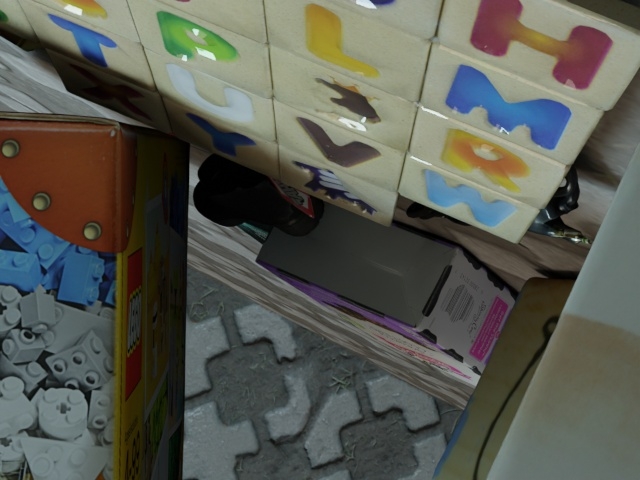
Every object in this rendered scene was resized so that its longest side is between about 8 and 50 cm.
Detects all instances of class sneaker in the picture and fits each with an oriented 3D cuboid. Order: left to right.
[{"bbox_3d":[-0.061,-0.043,0.982,0.170,0.051,0.089,13,165,48],"label":"sneaker"}]

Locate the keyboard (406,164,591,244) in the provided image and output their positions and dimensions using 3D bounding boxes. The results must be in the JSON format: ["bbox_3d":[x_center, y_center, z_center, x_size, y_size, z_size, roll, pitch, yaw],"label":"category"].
[{"bbox_3d":[0.013,-0.063,0.619,0.201,0.033,0.317,34,172,-16],"label":"keyboard"}]

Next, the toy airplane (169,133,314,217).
[{"bbox_3d":[-0.058,-0.068,0.807,0.151,0.028,0.151,35,-170,-7],"label":"toy airplane"}]

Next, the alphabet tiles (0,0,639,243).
[{"bbox_3d":[-0.043,-0.082,0.462,0.285,0.011,0.342,24,167,5],"label":"alphabet tiles"}]

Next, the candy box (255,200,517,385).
[{"bbox_3d":[0.073,0.046,1.034,0.164,0.070,0.196,21,171,39],"label":"candy box"}]

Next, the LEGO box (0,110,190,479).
[{"bbox_3d":[-0.192,0.111,0.816,0.193,0.373,0.500,1,-176,-3],"label":"LEGO box"}]

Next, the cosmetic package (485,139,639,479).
[{"bbox_3d":[0.118,0.108,0.353,0.129,0.296,0.153,20,170,36],"label":"cosmetic package"}]

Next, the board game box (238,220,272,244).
[{"bbox_3d":[-0.007,0.012,1.279,0.126,0.026,0.186,23,172,31],"label":"board game box"}]

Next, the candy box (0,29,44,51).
[{"bbox_3d":[-0.186,-0.154,0.591,0.186,0.053,0.109,32,170,-27],"label":"candy box"}]

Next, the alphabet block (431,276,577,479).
[{"bbox_3d":[0.201,0.145,0.788,0.193,0.192,0.197,27,173,-13],"label":"alphabet block"}]
